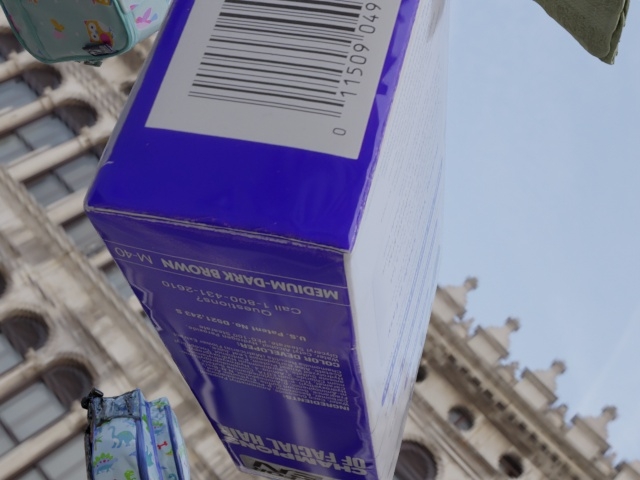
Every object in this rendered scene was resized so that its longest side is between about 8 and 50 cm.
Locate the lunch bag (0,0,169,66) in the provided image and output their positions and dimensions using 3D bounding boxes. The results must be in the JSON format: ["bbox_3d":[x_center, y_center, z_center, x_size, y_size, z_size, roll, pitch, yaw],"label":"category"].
[{"bbox_3d":[-0.328,-0.350,1.225,0.224,0.108,0.279,0,-54,32],"label":"lunch bag"}]

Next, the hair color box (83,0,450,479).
[{"bbox_3d":[0.000,0.000,0.518,0.110,0.185,0.339,10,-28,13],"label":"hair color box"}]

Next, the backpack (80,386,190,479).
[{"bbox_3d":[-0.154,0.190,0.832,0.114,0.084,0.105,-110,-169,-65],"label":"backpack"}]

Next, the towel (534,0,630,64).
[{"bbox_3d":[0.239,-0.243,0.931,0.148,0.027,0.110,57,-17,34],"label":"towel"}]
